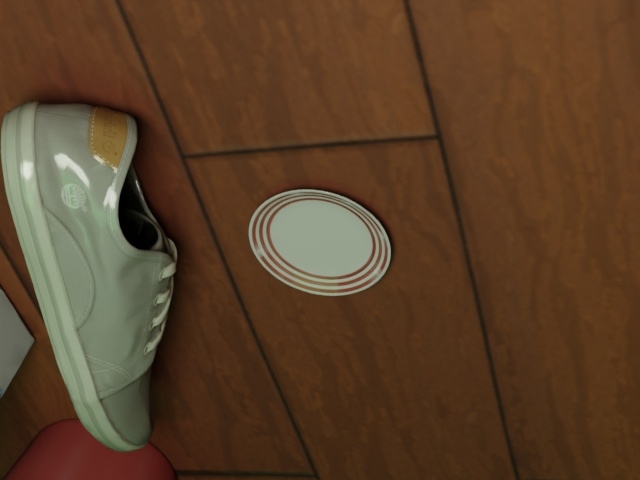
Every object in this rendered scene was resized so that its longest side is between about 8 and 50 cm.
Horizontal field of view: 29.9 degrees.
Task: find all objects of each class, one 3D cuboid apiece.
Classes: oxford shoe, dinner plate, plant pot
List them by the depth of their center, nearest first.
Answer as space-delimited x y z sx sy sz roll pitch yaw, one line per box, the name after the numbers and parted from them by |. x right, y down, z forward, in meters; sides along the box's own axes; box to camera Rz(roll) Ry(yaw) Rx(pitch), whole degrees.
0.000 0.000 1.167 0.141 0.017 0.141 9 135 9 | dinner plate
-0.201 0.053 1.191 0.130 0.169 0.449 -8 132 -3 | oxford shoe
-0.299 0.370 1.453 0.274 0.243 0.275 9 134 9 | plant pot

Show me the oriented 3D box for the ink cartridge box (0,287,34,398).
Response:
-0.455 0.134 1.281 0.171 0.233 0.168 -6 129 22 | ink cartridge box
